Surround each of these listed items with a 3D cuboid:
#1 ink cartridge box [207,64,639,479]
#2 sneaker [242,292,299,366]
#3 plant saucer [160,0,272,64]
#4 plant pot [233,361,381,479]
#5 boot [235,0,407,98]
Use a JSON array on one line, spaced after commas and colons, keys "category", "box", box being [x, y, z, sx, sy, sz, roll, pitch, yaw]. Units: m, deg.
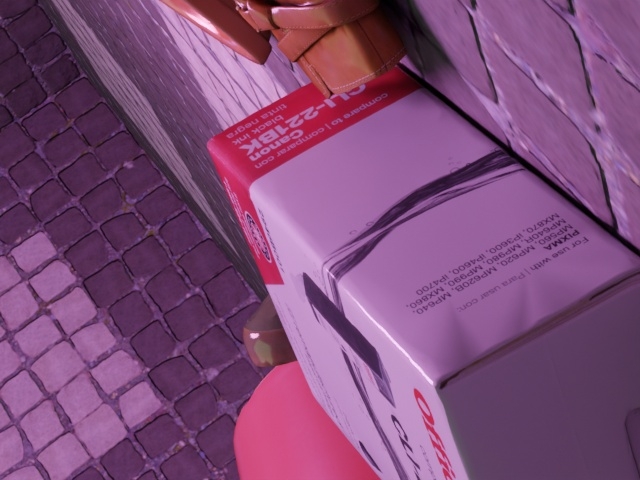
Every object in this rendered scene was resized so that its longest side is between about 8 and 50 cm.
[{"category": "ink cartridge box", "box": [0.069, 0.052, 0.911, 0.273, 0.114, 0.197, 45, 161, 54]}, {"category": "sneaker", "box": [0.000, 0.000, 1.119, 0.064, 0.192, 0.086, -8, 109, 33]}, {"category": "plant saucer", "box": [-0.110, -0.187, 1.200, 0.200, 0.037, 0.200, 35, 180, 0]}, {"category": "plant pot", "box": [0.071, 0.200, 1.258, 0.243, 0.275, 0.275, 61, 179, 37]}, {"category": "boot", "box": [-0.031, -0.141, 0.930, 0.152, 0.073, 0.197, 51, 178, -12]}]
